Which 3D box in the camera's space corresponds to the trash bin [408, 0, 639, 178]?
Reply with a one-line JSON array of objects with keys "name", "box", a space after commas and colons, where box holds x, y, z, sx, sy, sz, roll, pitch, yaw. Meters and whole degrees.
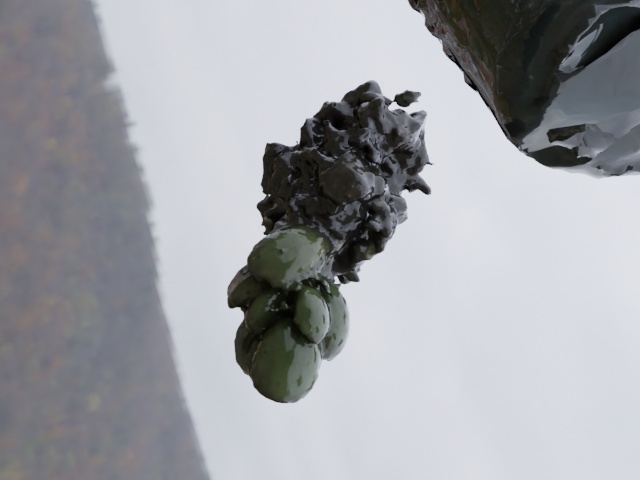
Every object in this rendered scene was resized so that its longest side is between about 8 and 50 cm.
[{"name": "trash bin", "box": [0.082, -0.110, 0.479, 0.175, 0.175, 0.161, 96, -24, -57]}]

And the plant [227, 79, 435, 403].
[{"name": "plant", "box": [0.000, 0.000, 0.829, 0.174, 0.087, 0.085, -67, -173, -16]}]
